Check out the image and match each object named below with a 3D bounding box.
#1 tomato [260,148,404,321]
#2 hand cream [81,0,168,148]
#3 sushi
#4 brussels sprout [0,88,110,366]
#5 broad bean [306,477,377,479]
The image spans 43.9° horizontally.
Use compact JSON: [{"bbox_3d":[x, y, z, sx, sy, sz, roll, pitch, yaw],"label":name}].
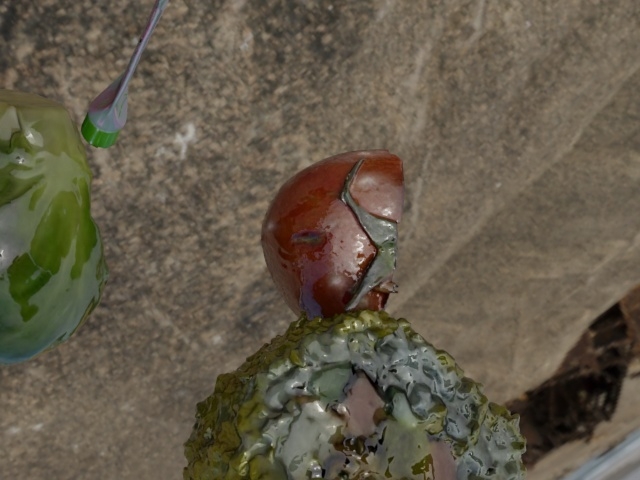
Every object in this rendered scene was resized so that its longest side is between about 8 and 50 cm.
[{"bbox_3d":[-0.004,-0.001,1.146,0.170,0.309,0.309,14,135,-17],"label":"tomato"},{"bbox_3d":[-0.227,-0.215,0.956,0.050,0.079,0.275,0,149,-36],"label":"hand cream"},{"bbox_3d":[0.035,0.290,0.967,0.240,0.396,0.351,-24,-150,54],"label":"sushi"},{"bbox_3d":[-0.439,-0.013,1.079,0.315,0.275,0.371,-25,122,-50],"label":"brussels sprout"},{"bbox_3d":[0.041,0.156,0.290,0.174,0.124,0.082,23,152,-21],"label":"broad bean"}]
